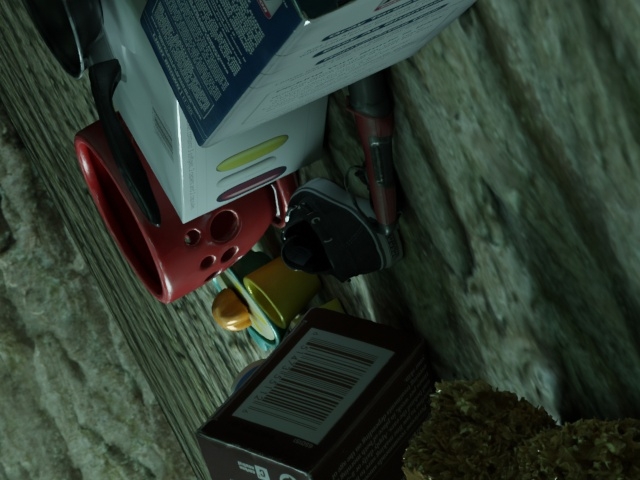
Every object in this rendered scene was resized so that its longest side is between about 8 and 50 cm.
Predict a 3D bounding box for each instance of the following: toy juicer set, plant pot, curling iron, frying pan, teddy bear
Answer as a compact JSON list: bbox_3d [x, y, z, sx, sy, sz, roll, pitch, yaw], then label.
[{"bbox_3d":[-0.106,0.036,1.834,0.209,0.089,0.329,49,166,7],"label":"toy juicer set"},{"bbox_3d":[-0.124,-0.057,1.606,0.191,0.174,0.191,57,165,25],"label":"plant pot"},{"bbox_3d":[0.031,-0.105,1.251,0.068,0.035,0.274,51,162,38],"label":"curling iron"},{"bbox_3d":[-0.196,-0.183,1.289,0.326,0.053,0.197,53,162,34],"label":"frying pan"},{"bbox_3d":[0.201,0.213,1.137,0.338,0.113,0.245,15,139,61],"label":"teddy bear"}]

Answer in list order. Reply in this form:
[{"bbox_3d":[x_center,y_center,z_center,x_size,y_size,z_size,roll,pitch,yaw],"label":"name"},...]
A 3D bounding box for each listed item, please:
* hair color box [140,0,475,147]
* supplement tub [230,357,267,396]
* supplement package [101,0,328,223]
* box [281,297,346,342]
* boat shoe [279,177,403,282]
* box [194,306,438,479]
[{"bbox_3d":[0.008,-0.160,0.947,0.105,0.174,0.347,64,166,0],"label":"hair color box"},{"bbox_3d":[-0.042,0.180,1.724,0.107,0.071,0.071,45,158,42],"label":"supplement tub"},{"bbox_3d":[-0.100,-0.175,1.363,0.204,0.145,0.262,59,166,19],"label":"supplement package"},{"bbox_3d":[-0.001,0.136,1.763,0.087,0.058,0.232,59,166,12],"label":"box"},{"bbox_3d":[0.000,0.000,1.470,0.080,0.076,0.228,67,165,-17],"label":"boat shoe"},{"bbox_3d":[0.032,0.270,1.550,0.143,0.191,0.381,14,135,35],"label":"box"}]
